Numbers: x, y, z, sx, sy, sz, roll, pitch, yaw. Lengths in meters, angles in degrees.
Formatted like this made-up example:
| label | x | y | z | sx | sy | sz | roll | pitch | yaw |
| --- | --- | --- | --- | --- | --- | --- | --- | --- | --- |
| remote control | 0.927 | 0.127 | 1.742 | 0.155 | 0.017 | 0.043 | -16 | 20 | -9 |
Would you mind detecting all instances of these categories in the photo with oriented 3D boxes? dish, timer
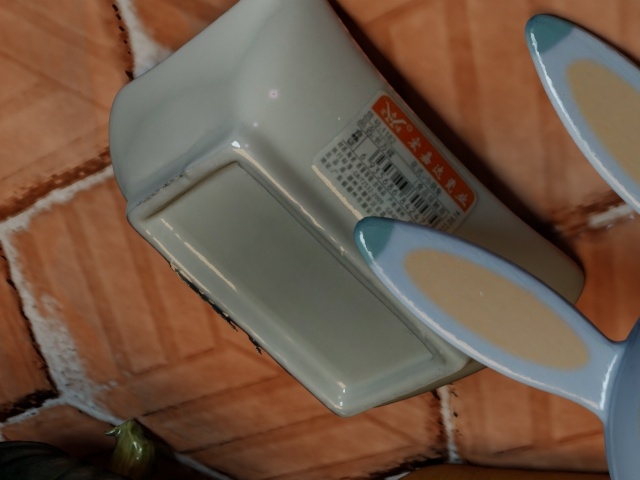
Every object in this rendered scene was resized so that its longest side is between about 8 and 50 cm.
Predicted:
| label | x | y | z | sx | sy | sz | roll | pitch | yaw |
| --- | --- | --- | --- | --- | --- | --- | --- | --- | --- |
| dish | 0.000 | 0.000 | 0.690 | 0.212 | 0.077 | 0.151 | 45 | 136 | -17 |
| timer | 0.158 | 0.045 | 0.582 | 0.255 | 0.175 | 0.175 | 40 | 138 | -20 |

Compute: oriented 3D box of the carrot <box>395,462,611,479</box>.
| label | x | y | z | sx | sy | sz | roll | pitch | yaw |
| --- | --- | --- | --- | --- | --- | --- | --- | --- | --- |
| carrot | 0.154 | 0.146 | 0.768 | 0.336 | 0.069 | 0.069 | -7 | 128 | 29 |

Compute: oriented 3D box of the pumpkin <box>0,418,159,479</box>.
| label | x | y | z | sx | sy | sz | roll | pitch | yaw |
| --- | --- | --- | --- | --- | --- | --- | --- | --- | --- |
| pumpkin | -0.149 | 0.211 | 0.897 | 0.250 | 0.216 | 0.250 | 23 | 170 | 4 |
